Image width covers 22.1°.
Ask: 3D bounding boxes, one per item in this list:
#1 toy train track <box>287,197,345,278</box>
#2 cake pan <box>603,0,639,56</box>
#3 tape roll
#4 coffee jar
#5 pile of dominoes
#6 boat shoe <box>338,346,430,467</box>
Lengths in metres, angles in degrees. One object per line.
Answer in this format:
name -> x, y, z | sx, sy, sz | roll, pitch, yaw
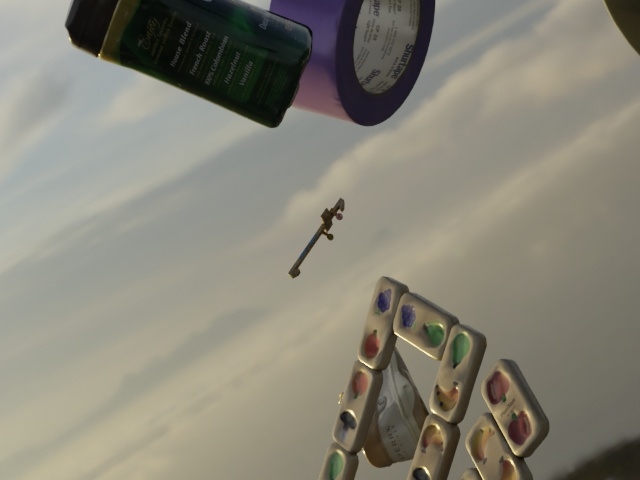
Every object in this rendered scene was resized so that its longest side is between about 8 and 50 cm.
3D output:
toy train track -> 0.000, 0.000, 1.447 | 0.083, 0.014, 0.048 | -55, -15, -12
cake pan -> 0.273, -0.161, 0.871 | 0.293, 0.293, 0.054 | -33, 26, 48
tape roll -> 0.032, -0.209, 1.573 | 0.080, 0.189, 0.189 | 16, 28, 28
coffee jar -> -0.102, -0.158, 1.258 | 0.096, 0.184, 0.079 | -87, 19, -67
pile of dominoes -> 0.042, 0.165, 1.000 | 0.040, 0.251, 0.196 | 10, 11, -33
boat shoe -> 0.042, 0.116, 1.165 | 0.059, 0.063, 0.170 | -26, 10, 0
